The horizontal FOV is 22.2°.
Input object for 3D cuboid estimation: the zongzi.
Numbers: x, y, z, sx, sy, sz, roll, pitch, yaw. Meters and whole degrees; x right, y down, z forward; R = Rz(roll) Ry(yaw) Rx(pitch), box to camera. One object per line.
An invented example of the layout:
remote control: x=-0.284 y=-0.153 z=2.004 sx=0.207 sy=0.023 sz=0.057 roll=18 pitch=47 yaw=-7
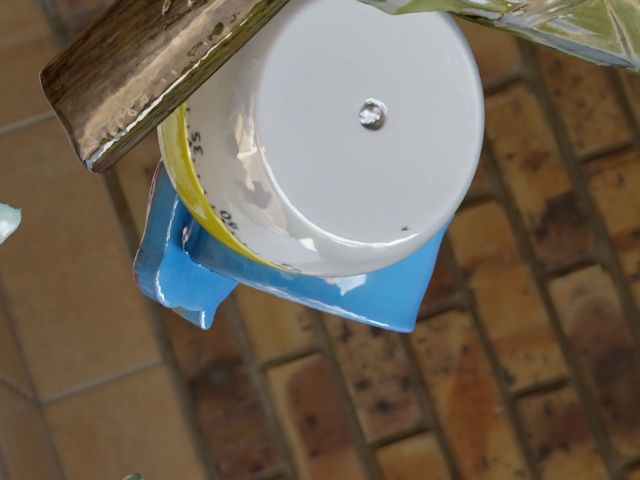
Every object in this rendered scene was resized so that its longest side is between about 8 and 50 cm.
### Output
zongzi: x=0.123 y=-0.163 z=1.020 sx=0.274 sy=0.251 sz=0.125 roll=59 pitch=-37 yaw=26

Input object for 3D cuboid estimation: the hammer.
hammer: x=-0.002 y=-0.172 z=0.793 sx=0.242 sy=0.409 sz=0.095 roll=53 pitch=34 yaw=1

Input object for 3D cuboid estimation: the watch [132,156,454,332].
watch: x=0.000 y=0.000 z=1.613 sx=0.305 sy=0.274 sz=0.241 roll=13 pitch=95 yaw=-56

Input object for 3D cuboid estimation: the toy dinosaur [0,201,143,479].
toy dinosaur: x=-0.210 y=0.065 z=0.606 sx=0.092 sy=0.393 sz=0.205 roll=101 pitch=4 yaw=-84

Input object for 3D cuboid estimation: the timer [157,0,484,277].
timer: x=-0.024 y=-0.103 z=1.365 sx=0.285 sy=0.285 sz=0.285 roll=161 pitch=-90 yaw=-87
